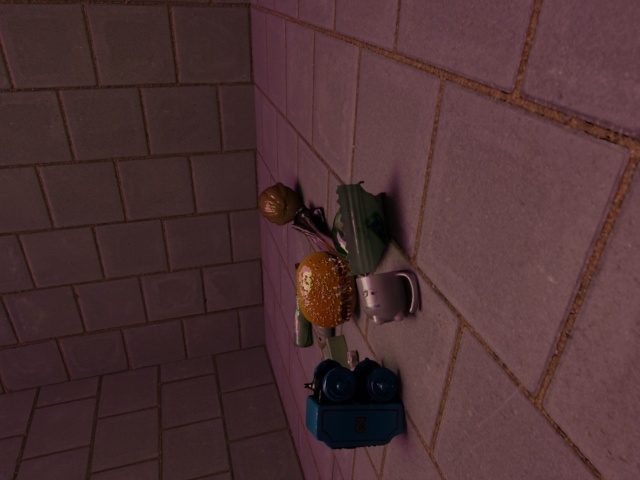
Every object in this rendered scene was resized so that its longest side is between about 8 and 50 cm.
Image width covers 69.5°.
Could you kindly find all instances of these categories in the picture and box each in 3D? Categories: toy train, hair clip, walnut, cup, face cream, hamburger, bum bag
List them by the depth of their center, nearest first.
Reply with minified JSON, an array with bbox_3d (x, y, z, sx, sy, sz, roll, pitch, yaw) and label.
[{"bbox_3d":[0.201,0.162,1.327,0.134,0.173,0.142,15,-117,-73],"label":"cup"},{"bbox_3d":[0.100,0.523,1.482,0.188,0.300,0.265,165,108,-75],"label":"toy train"},{"bbox_3d":[0.021,0.183,1.761,0.151,0.227,0.295,-66,-30,-75],"label":"hamburger"},{"bbox_3d":[0.000,0.002,1.952,0.358,0.095,0.110,39,111,41],"label":"hair clip"},{"bbox_3d":[0.020,0.459,2.140,0.084,0.057,0.198,24,131,42],"label":"face cream"},{"bbox_3d":[-0.052,-0.098,2.140,0.310,0.074,0.137,18,115,58],"label":"bum bag"},{"bbox_3d":[-0.213,-0.192,2.410,0.261,0.225,0.225,-139,44,-61],"label":"walnut"}]

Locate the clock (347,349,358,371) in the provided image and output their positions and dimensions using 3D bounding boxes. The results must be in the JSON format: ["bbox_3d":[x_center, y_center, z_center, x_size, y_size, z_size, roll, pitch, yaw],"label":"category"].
[{"bbox_3d":[0.132,0.502,1.837,0.087,0.041,0.129,145,112,-69],"label":"clock"}]

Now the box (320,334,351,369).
[{"bbox_3d":[0.075,0.536,1.975,0.129,0.086,0.225,110,149,-59],"label":"box"}]

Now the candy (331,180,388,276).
[{"bbox_3d":[0.114,-0.016,1.452,0.398,0.172,0.263,106,159,-83],"label":"candy"}]

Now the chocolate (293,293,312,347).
[{"bbox_3d":[-0.106,0.441,2.562,0.110,0.110,0.291,-163,69,-73],"label":"chocolate"}]

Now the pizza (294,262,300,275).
[{"bbox_3d":[-0.061,0.202,2.304,0.229,0.081,0.289,91,163,-48],"label":"pizza"}]
